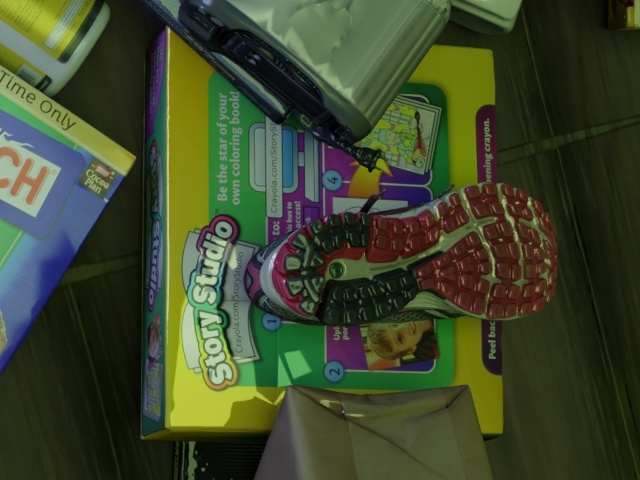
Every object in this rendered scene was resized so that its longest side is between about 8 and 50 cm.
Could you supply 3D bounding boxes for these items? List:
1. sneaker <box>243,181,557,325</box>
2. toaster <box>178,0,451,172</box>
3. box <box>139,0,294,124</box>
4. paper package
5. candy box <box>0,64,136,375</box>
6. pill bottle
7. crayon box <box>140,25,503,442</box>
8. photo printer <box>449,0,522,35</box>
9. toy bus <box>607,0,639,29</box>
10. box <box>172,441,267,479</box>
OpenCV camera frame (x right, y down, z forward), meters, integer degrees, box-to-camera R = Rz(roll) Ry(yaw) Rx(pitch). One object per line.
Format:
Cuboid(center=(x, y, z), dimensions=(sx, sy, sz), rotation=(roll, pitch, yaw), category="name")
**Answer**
Cuboid(center=(0.076, 0.013, 1.715), dimensions=(0.299, 0.112, 0.121), rotation=(-1, 85, -30), category="sneaker")
Cuboid(center=(0.005, -0.181, 1.644), dimensions=(0.227, 0.129, 0.146), rotation=(39, 80, -6), category="toaster")
Cuboid(center=(-0.059, -0.244, 1.732), dimensions=(0.232, 0.059, 0.183), rotation=(42, 82, -4), category="box")
Cuboid(center=(0.035, 0.326, 1.672), dimensions=(0.168, 0.325, 0.309), rotation=(0, 52, -16), category="paper package")
Cuboid(center=(-0.353, -0.012, 1.710), dimensions=(0.268, 0.122, 0.317), rotation=(33, 79, -14), category="candy box")
Cuboid(center=(-0.284, -0.214, 1.740), dimensions=(0.184, 0.103, 0.103), rotation=(35, 80, -15), category="pill bottle")
Cuboid(center=(0.000, 0.000, 1.803), dimensions=(0.313, 0.106, 0.363), rotation=(3, 79, -16), category="crayon box")
Cuboid(center=(0.110, -0.378, 1.860), dimensions=(0.256, 0.107, 0.308), rotation=(20, 84, -15), category="photo printer")
Cuboid(center=(0.325, -0.295, 1.926), dimensions=(0.202, 0.104, 0.191), rotation=(-45, 99, -3), category="toy bus")
Cuboid(center=(-0.040, 0.170, 1.847), dimensions=(0.190, 0.045, 0.184), rotation=(4, 89, -17), category="box")
